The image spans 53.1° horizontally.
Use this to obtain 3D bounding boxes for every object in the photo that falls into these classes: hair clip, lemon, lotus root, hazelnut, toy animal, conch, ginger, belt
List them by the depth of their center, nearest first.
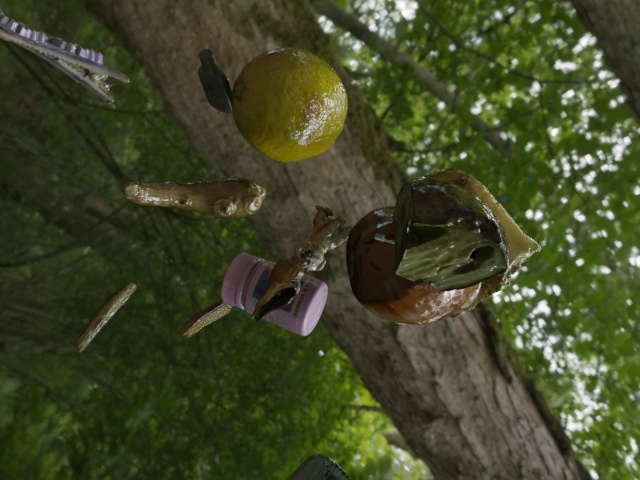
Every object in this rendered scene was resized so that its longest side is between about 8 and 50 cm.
[{"bbox_3d":[0.215,-0.019,1.108,0.314,0.210,0.142,129,-25,-70],"label":"lotus root"},{"bbox_3d":[-0.496,-0.343,1.167,0.085,0.292,0.106,-66,-156,2],"label":"hair clip"},{"bbox_3d":[-0.249,-0.087,1.293,0.131,0.294,0.086,44,-52,55],"label":"ginger"},{"bbox_3d":[-0.067,-0.297,1.411,0.267,0.267,0.267,-34,-159,15],"label":"lemon"},{"bbox_3d":[0.023,0.667,1.628,0.150,0.258,0.207,-41,-166,-25],"label":"belt"},{"bbox_3d":[-0.093,0.113,1.634,0.233,0.086,0.080,-65,170,24],"label":"conch"},{"bbox_3d":[0.238,0.071,1.676,0.316,0.372,0.372,-59,-156,-9],"label":"hazelnut"},{"bbox_3d":[-0.013,-0.006,1.850,0.185,0.104,0.184,-56,-144,0],"label":"toy animal"}]

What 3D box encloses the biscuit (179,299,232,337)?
[{"bbox_3d":[-0.367,0.250,2.091,0.176,0.031,0.228,-41,170,7],"label":"biscuit"}]

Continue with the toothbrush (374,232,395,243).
[{"bbox_3d":[0.193,0.011,1.353,0.014,0.162,0.017,96,13,-47],"label":"toothbrush"}]

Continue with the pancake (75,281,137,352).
[{"bbox_3d":[-0.377,0.129,1.118,0.158,0.028,0.158,-46,-168,13],"label":"pancake"}]

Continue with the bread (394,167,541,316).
[{"bbox_3d":[0.403,-0.020,1.920,0.361,0.394,0.250,-39,178,24],"label":"bread"}]

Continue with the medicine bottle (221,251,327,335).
[{"bbox_3d":[-0.141,0.162,1.971,0.178,0.290,0.178,21,90,-76],"label":"medicine bottle"}]

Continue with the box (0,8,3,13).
[{"bbox_3d":[-0.743,-0.543,1.361,0.115,0.178,0.036,34,-113,23],"label":"box"}]

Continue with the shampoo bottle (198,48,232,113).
[{"bbox_3d":[-0.234,-0.352,1.418,0.040,0.080,0.165,-52,159,-20],"label":"shampoo bottle"}]
